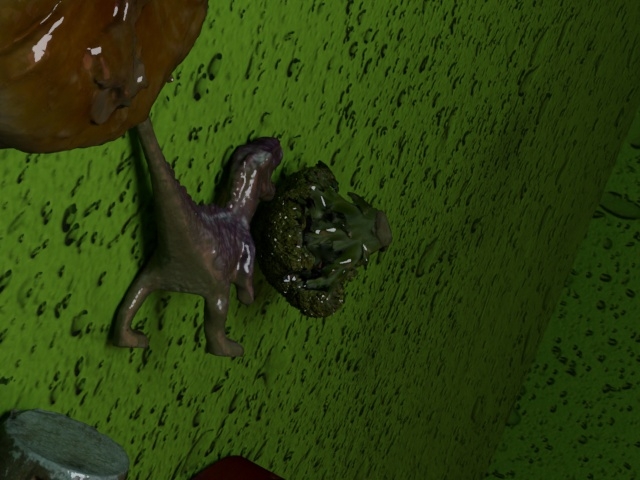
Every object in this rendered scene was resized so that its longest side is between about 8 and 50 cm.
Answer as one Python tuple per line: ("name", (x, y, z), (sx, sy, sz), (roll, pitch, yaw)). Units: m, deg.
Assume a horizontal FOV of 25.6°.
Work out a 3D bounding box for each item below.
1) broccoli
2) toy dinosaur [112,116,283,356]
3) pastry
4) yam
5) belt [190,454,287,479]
("broccoli", (0.000, 0.000, 1.220), (0.131, 0.120, 0.130), (-27, 107, -63))
("toy dinosaur", (-0.102, -0.010, 1.063), (0.251, 0.072, 0.200), (8, 95, -57))
("pastry", (-0.123, -0.155, 0.709), (0.257, 0.120, 0.236), (-44, 146, -60))
("yam", (-0.208, 0.211, 0.950), (0.194, 0.107, 0.107), (-64, 160, -7))
("belt", (-0.111, 0.349, 1.337), (0.324, 0.115, 0.227), (-40, 147, -50))
